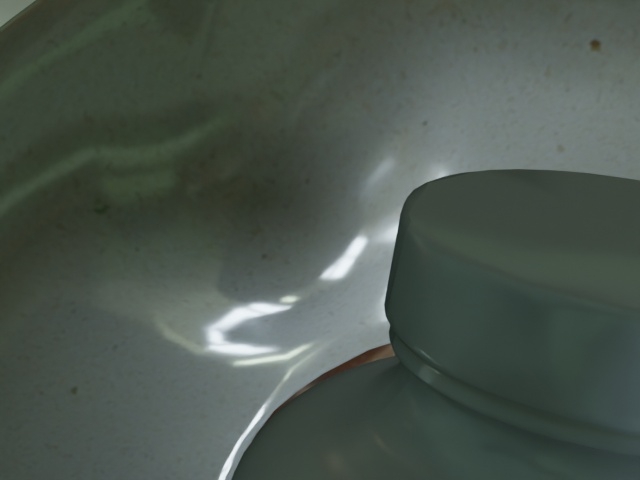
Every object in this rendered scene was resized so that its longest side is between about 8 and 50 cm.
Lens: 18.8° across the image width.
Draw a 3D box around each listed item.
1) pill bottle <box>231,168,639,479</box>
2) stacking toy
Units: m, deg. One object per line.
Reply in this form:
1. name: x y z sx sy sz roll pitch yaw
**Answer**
1. pill bottle: 0.043 0.123 0.410 0.146 0.146 0.264 24 -68 41
2. stacking toy: 0.000 0.000 0.706 0.350 0.350 0.480 -51 -159 12
